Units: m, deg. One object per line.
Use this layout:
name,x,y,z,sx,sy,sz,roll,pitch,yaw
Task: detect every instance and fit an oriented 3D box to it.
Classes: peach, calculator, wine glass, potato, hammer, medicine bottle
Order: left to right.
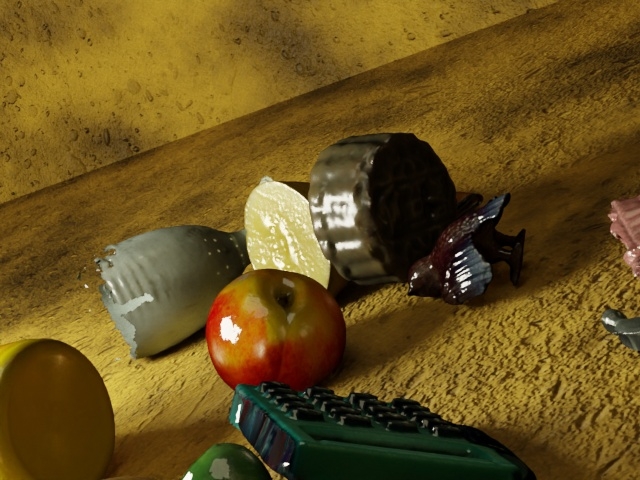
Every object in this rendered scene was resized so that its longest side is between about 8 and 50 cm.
medicine bottle,-0.482,0.264,1.748,0.384,0.224,0.224,-13,21,33
wine glass,-0.194,0.045,2.091,0.357,0.190,0.190,-25,16,-14
peach,-0.061,0.135,1.750,0.190,0.192,0.190,3,45,-3
potato,0.000,0.000,1.984,0.158,0.203,0.178,-12,-25,-43
calculator,0.053,0.197,1.295,0.248,0.058,0.274,10,4,-18
hammer,0.456,0.047,1.438,0.288,0.033,0.111,-26,16,-4

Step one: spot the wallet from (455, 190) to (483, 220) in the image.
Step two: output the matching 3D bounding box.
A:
wallet,0.141,-0.023,2.080,0.195,0.042,0.161,-32,21,-25

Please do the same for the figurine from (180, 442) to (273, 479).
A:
figurine,-0.052,0.315,1.212,0.234,0.185,0.127,38,24,30

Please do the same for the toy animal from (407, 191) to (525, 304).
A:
toy animal,0.189,0.010,1.776,0.180,0.116,0.218,-17,25,22

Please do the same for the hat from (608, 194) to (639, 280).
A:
hat,0.487,-0.054,1.570,0.286,0.107,0.236,-27,26,10

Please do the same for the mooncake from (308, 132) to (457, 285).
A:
mooncake,0.096,-0.048,1.889,0.124,0.228,0.228,-12,21,42

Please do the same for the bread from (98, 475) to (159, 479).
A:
bread,-0.209,0.365,1.030,0.348,0.253,0.376,-11,20,48
